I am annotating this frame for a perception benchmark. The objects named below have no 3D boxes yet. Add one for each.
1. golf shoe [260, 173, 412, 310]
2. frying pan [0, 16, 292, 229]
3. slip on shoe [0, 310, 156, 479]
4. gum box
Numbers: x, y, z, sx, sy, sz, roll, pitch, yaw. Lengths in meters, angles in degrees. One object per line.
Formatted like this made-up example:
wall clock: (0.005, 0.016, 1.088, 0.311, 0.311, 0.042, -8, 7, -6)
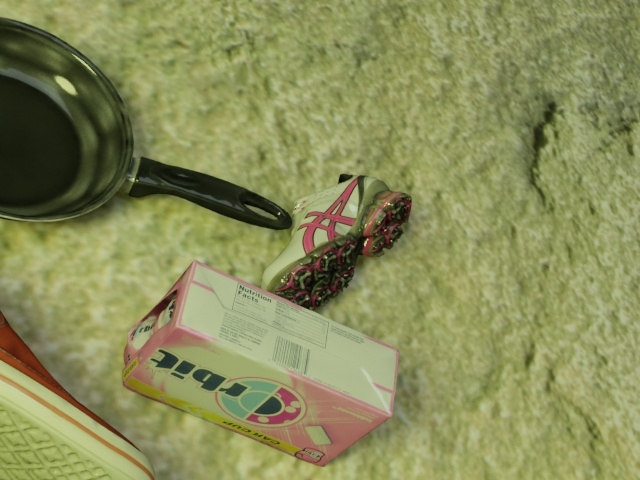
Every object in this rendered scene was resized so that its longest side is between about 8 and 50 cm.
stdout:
golf shoe: (0.000, 0.000, 0.945, 0.086, 0.068, 0.186, 28, 42, 25)
frying pan: (-0.192, -0.091, 0.877, 0.326, 0.053, 0.197, 3, 58, -35)
slip on shoe: (-0.239, 0.069, 0.691, 0.331, 0.123, 0.101, 36, 42, -2)
gum box: (-0.049, 0.096, 0.803, 0.188, 0.107, 0.062, 26, 48, -18)
